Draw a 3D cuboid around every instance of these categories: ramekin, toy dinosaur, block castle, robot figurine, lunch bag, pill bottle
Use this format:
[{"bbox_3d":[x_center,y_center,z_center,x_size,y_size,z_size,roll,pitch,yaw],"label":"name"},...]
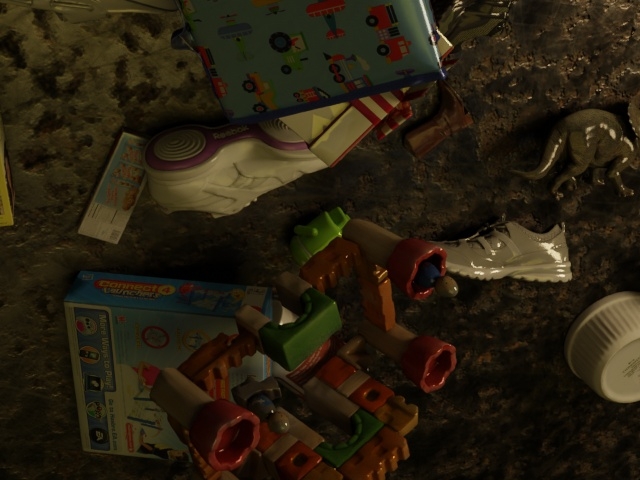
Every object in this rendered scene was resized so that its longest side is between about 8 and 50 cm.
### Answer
[{"bbox_3d":[0.576,0.209,1.887,0.207,0.109,0.207,-9,123,-13],"label":"ramekin"},{"bbox_3d":[0.436,-0.154,1.627,0.314,0.121,0.160,-2,110,-11],"label":"toy dinosaur"},{"bbox_3d":[0.008,0.212,1.437,0.453,0.213,0.303,-39,138,-27],"label":"block castle"},{"bbox_3d":[0.000,0.000,1.590,0.115,0.067,0.101,-39,137,8],"label":"robot figurine"},{"bbox_3d":[-0.032,-0.259,1.121,0.293,0.138,0.221,-16,120,12],"label":"lunch bag"},{"bbox_3d":[-0.027,0.191,1.670,0.121,0.121,0.216,-42,124,10],"label":"pill bottle"}]

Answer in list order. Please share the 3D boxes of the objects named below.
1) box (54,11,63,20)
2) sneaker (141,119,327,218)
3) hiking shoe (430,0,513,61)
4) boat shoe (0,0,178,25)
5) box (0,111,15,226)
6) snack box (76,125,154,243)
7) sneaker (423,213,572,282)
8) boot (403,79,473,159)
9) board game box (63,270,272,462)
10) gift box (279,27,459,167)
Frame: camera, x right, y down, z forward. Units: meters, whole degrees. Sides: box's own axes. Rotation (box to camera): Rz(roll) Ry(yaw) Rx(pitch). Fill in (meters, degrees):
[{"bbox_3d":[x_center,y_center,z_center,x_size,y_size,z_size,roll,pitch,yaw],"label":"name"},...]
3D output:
[{"bbox_3d":[-0.283,-0.413,1.241,0.231,0.056,0.183,-32,127,4],"label":"box"},{"bbox_3d":[-0.109,-0.114,1.478,0.305,0.114,0.152,-10,142,-12],"label":"sneaker"},{"bbox_3d":[0.243,-0.356,1.447,0.227,0.086,0.114,-36,139,13],"label":"hiking shoe"},{"bbox_3d":[-0.296,-0.307,1.224,0.258,0.095,0.084,11,123,-13],"label":"boat shoe"},{"bbox_3d":[-0.455,-0.136,1.345,0.058,0.087,0.232,-7,124,-11],"label":"box"},{"bbox_3d":[-0.295,-0.078,1.471,0.064,0.022,0.178,18,114,-26],"label":"snack box"},{"bbox_3d":[0.288,0.012,1.696,0.281,0.105,0.115,3,87,-15],"label":"sneaker"},{"bbox_3d":[0.168,-0.187,1.549,0.114,0.037,0.106,-32,123,9],"label":"boot"},{"bbox_3d":[-0.230,0.207,1.571,0.302,0.086,0.308,5,122,4],"label":"board game box"},{"bbox_3d":[0.020,-0.279,1.307,0.276,0.255,0.258,-40,123,17],"label":"gift box"}]
